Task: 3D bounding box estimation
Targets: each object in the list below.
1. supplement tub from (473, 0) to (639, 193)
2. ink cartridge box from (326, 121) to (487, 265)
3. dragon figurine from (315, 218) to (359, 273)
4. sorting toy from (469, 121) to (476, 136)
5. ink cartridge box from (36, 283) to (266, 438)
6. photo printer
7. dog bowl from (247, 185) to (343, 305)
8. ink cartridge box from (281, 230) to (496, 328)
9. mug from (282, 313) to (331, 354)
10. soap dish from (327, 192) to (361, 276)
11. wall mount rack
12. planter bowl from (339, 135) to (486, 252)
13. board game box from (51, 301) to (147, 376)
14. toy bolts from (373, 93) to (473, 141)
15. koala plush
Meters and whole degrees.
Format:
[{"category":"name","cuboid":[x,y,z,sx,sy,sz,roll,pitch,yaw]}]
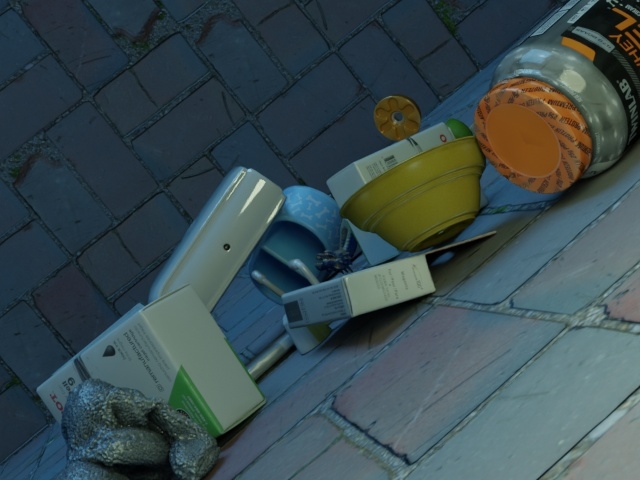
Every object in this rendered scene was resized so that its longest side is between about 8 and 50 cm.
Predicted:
[{"category":"supplement tub","cuboid":[0.347,-0.208,1.318,0.316,0.193,0.193,-43,7,-29]},{"category":"ink cartridge box","cuboid":[0.136,-0.073,1.584,0.208,0.153,0.087,-26,-3,-36]},{"category":"dragon figurine","cuboid":[0.107,-0.027,1.795,0.289,0.144,0.085,-15,11,-31]},{"category":"sorting toy","cuboid":[0.427,-0.277,1.831,0.255,0.089,0.257,-33,8,44]},{"category":"ink cartridge box","cuboid":[-0.256,0.229,1.528,0.289,0.211,0.121,-36,-2,36]},{"category":"photo printer","cuboid":[-0.190,0.020,1.783,0.307,0.107,0.256,-56,9,-3]},{"category":"dog bowl","cuboid":[-0.043,0.022,1.901,0.074,0.166,0.297,-54,-4,-37]},{"category":"ink cartridge box","cuboid":[0.096,0.061,1.477,0.239,0.060,0.275,-14,-3,-21]},{"category":"mug","cuboid":[-0.021,0.129,1.611,0.078,0.064,0.062,-41,6,-20]},{"category":"soap dish","cuboid":[0.000,0.000,2.184,0.229,0.118,0.291,-39,5,-1]},{"category":"wall mount rack","cuboid":[-0.119,0.147,1.767,0.350,0.130,0.304,-40,3,-18]},{"category":"planter bowl","cuboid":[0.140,-0.044,1.351,0.217,0.090,0.217,-24,-13,-6]},{"category":"board game box","cuboid":[-0.369,0.264,2.044,0.242,0.064,0.316,-40,33,-17]},{"category":"toy bolts","cuboid":[0.164,-0.157,2.092,0.228,0.218,0.158,-56,-1,38]},{"category":"koala plush","cuboid":[-0.284,0.315,1.334,0.196,0.203,0.221,-34,20,43]}]
